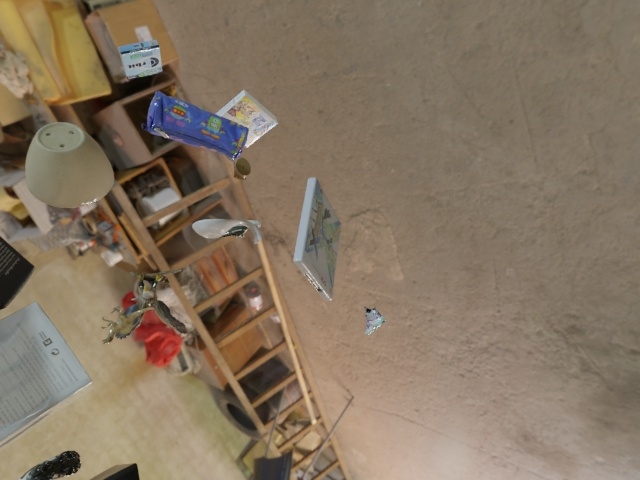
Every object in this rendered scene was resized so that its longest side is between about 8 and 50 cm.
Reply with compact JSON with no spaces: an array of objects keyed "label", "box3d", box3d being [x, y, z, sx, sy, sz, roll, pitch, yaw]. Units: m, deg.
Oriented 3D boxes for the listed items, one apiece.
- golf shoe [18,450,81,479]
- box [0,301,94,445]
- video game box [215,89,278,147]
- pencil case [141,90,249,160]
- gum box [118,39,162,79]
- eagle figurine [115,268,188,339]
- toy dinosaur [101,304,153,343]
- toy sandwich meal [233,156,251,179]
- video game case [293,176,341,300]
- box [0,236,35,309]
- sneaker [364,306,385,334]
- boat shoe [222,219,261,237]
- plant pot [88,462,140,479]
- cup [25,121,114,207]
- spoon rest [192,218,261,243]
[{"label":"golf shoe","box3d":[-0.847,0.718,1.362,0.198,0.093,0.077,47,-157,-70]},{"label":"box","box3d":[-0.584,0.282,0.711,0.168,0.345,0.215,54,147,1]},{"label":"video game box","box3d":[-0.311,-0.498,1.793,0.187,0.048,0.205,-29,146,23]},{"label":"pencil case","box3d":[-0.375,-0.340,1.321,0.305,0.133,0.119,17,147,-24]},{"label":"gum box","box3d":[-0.763,-0.769,1.848,0.041,0.156,0.184,66,161,6]},{"label":"eagle figurine","box3d":[-0.650,0.252,1.653,0.225,0.226,0.299,48,-159,-59]},{"label":"toy dinosaur","box3d":[-0.660,0.264,1.451,0.093,0.183,0.053,50,157,-4]},{"label":"toy sandwich meal","box3d":[-0.288,-0.260,1.572,0.029,0.085,0.086,-14,112,42]},{"label":"video game case","box3d":[0.000,0.000,1.510,0.036,0.329,0.300,-4,147,20]},{"label":"box","box3d":[-0.637,0.034,0.729,0.153,0.108,0.207,-18,127,14]},{"label":"sneaker","box3d":[0.141,0.220,1.228,0.069,0.038,0.098,57,139,19]},{"label":"boat shoe","box3d":[-0.380,-0.046,1.994,0.078,0.219,0.070,129,132,-75]},{"label":"plant pot","box3d":[-0.666,0.815,1.330,0.188,0.166,0.188,-29,70,41]},{"label":"cup","box3d":[-1.034,-0.336,1.764,0.331,0.331,0.237,38,142,12]},{"label":"spoon rest","box3d":[-0.366,-0.048,1.703,0.137,0.276,0.084,-25,61,49]}]
